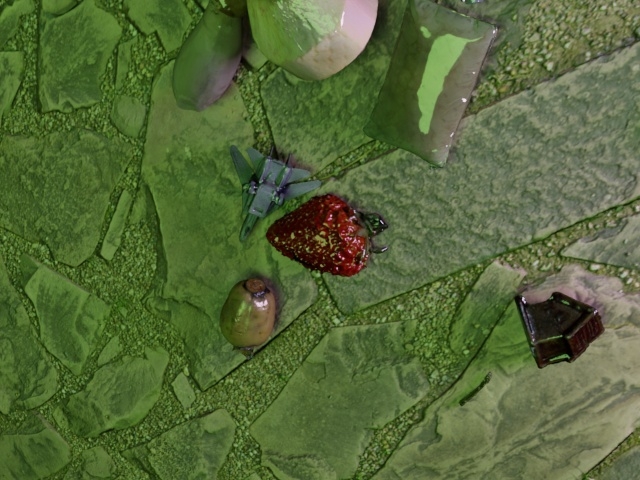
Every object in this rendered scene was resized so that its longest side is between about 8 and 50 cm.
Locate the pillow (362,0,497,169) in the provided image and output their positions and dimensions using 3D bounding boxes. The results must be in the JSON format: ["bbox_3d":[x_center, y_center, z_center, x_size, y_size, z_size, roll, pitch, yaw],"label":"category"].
[{"bbox_3d":[0.200,-0.296,1.472,0.185,0.075,0.302,27,118,17],"label":"pillow"}]

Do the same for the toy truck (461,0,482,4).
[{"bbox_3d":[0.324,-0.465,1.336,0.192,0.092,0.083,0,109,35],"label":"toy truck"}]

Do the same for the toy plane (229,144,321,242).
[{"bbox_3d":[-0.138,-0.080,1.716,0.212,0.088,0.267,22,123,-10],"label":"toy plane"}]

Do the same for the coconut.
[{"bbox_3d":[-0.009,-0.424,1.445,0.259,0.259,0.259,10,114,23],"label":"coconut"}]

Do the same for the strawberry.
[{"bbox_3d":[0.000,0.000,1.671,0.286,0.106,0.188,-5,106,28],"label":"strawberry"}]

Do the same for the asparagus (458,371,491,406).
[{"bbox_3d":[0.340,0.327,1.690,0.015,0.014,0.114,32,121,-8],"label":"asparagus"}]

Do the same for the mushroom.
[{"bbox_3d":[-0.227,-0.396,1.595,0.128,0.128,0.350,39,139,7],"label":"mushroom"}]

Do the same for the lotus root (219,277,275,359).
[{"bbox_3d":[-0.174,0.192,1.831,0.125,0.118,0.220,31,119,32],"label":"lotus root"}]

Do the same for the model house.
[{"bbox_3d":[0.479,0.178,1.524,0.152,0.106,0.165,-15,139,19],"label":"model house"}]
